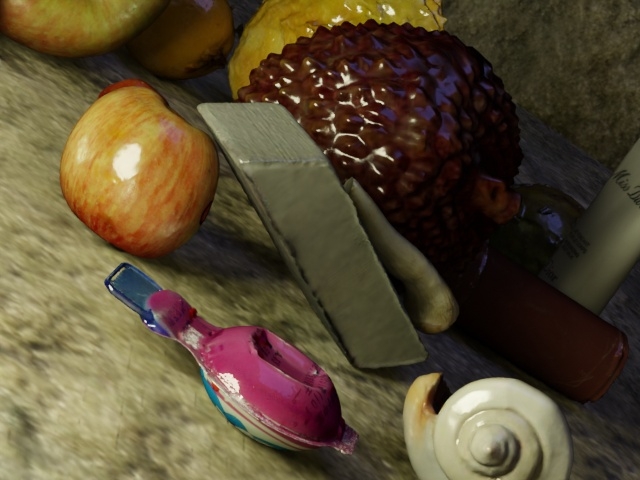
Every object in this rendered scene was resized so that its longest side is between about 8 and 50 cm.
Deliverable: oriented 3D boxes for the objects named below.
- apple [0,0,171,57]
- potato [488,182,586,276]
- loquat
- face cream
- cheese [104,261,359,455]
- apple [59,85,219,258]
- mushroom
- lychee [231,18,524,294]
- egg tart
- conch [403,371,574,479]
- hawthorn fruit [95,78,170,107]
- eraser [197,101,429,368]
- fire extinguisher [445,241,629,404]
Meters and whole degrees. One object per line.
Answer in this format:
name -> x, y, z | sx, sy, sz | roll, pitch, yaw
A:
apple -> -0.277, -0.332, 1.860 | 0.264, 0.264, 0.264 | 34, 15, -11
potato -> 0.324, -0.006, 2.441 | 0.176, 0.141, 0.298 | 48, 16, 5
loquat -> -0.173, -0.262, 2.101 | 0.141, 0.141, 0.141 | 34, 15, -11
face cream -> 0.351, 0.010, 2.120 | 0.089, 0.314, 0.143 | 28, 17, -27
cheese -> -0.071, 0.099, 1.396 | 0.244, 0.062, 0.155 | 35, 14, -2
apple -> -0.160, -0.063, 1.543 | 0.146, 0.131, 0.146 | 34, 10, -7
mushroom -> 0.072, 0.015, 1.691 | 0.202, 0.054, 0.059 | 54, -9, -32
lychee -> 0.064, -0.091, 1.840 | 0.330, 0.306, 0.306 | 20, 7, 26
egg tart -> 0.012, -0.214, 2.085 | 0.153, 0.339, 0.351 | -1, 45, -41
conch -> 0.151, 0.199, 1.550 | 0.158, 0.127, 0.255 | 11, -14, 13
hawthorn fruit -> -0.190, -0.119, 1.764 | 0.081, 0.081, 0.093 | 42, -13, 18
eraser -> 0.001, 0.000, 1.618 | 0.111, 0.077, 0.352 | 55, -4, 46
fire extinguisher -> 0.197, 0.067, 2.033 | 0.337, 0.106, 0.147 | 33, -5, -17
